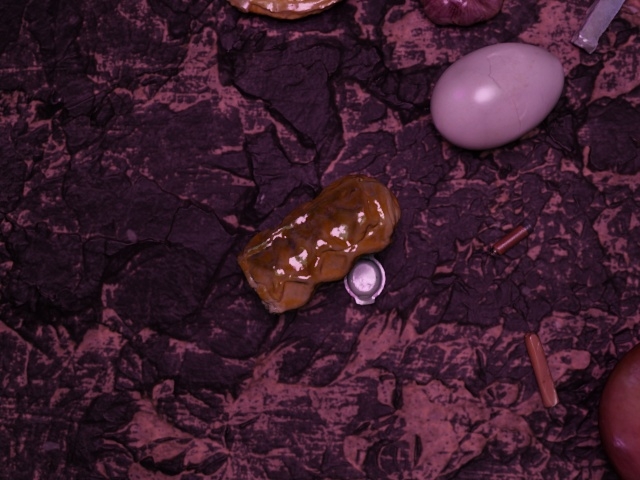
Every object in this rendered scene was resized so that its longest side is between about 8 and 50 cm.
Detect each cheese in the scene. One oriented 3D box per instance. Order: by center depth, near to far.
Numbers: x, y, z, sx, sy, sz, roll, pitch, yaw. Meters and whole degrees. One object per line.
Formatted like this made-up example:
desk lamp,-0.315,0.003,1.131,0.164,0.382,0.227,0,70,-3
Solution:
cheese,0.071,0.044,0.932,0.067,0.026,0.120,-2,77,6

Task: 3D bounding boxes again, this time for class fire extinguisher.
fire extinguisher,0.301,-0.001,0.915,0.083,0.022,0.028,-36,119,2

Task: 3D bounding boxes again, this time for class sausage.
sausage,0.346,0.202,0.894,0.026,0.026,0.116,-16,83,4

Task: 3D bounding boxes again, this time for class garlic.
garlic,0.225,-0.416,0.910,0.159,0.102,0.147,30,108,-2

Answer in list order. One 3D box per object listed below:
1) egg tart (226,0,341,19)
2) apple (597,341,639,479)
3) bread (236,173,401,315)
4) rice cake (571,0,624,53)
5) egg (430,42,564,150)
egg tart,-0.052,-0.539,0.940,0.342,0.132,0.340,-1,83,5
apple,0.539,0.247,0.766,0.306,0.235,0.305,0,86,4
bread,0.000,0.000,0.887,0.268,0.130,0.152,-34,51,1
rice cake,0.476,-0.398,0.925,0.043,0.034,0.210,33,89,-1
egg,0.270,-0.223,0.872,0.209,0.151,0.151,-25,84,1
